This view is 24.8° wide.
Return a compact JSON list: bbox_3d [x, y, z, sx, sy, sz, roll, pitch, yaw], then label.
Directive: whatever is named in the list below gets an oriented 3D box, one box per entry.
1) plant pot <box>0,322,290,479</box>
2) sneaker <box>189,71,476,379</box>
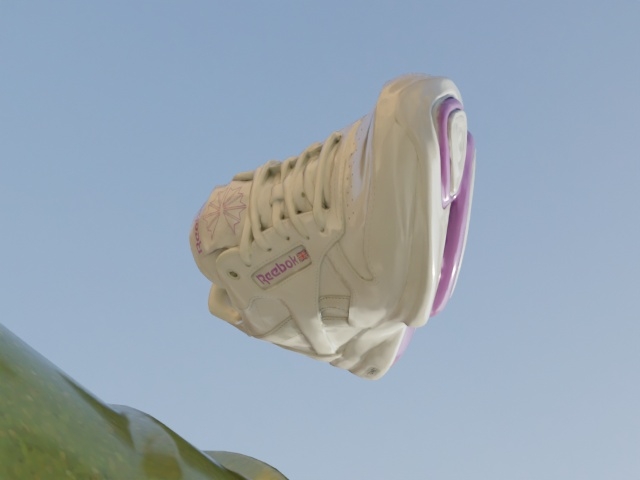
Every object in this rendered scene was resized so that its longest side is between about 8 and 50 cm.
[{"bbox_3d":[-0.176,0.081,0.380,0.276,0.276,0.254,-17,-60,45],"label":"plant pot"},{"bbox_3d":[0.000,0.000,0.844,0.152,0.114,0.305,14,-28,-4],"label":"sneaker"}]
